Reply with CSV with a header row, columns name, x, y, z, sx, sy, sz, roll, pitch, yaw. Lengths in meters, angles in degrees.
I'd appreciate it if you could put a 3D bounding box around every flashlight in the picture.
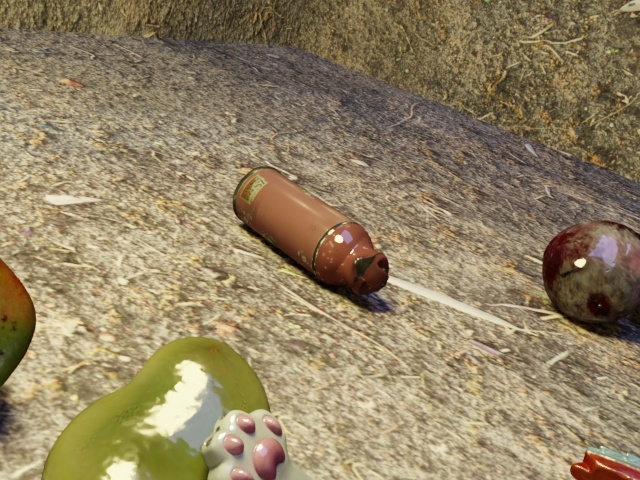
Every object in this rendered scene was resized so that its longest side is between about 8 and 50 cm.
name,x,y,z,sx,sy,sz,roll,pitch,yaw
flashlight,-0.018,0.228,0.798,0.200,0.047,0.093,46,39,-10

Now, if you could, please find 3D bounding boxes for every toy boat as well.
name,x,y,z,sx,sy,sz,roll,pitch,yaw
toy boat,0.373,0.289,1.044,0.173,0.069,0.059,23,28,31

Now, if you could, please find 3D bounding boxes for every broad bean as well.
name,x,y,z,sx,sy,sz,roll,pitch,yaw
broad bean,-0.138,0.203,0.836,0.189,0.121,0.263,27,36,10

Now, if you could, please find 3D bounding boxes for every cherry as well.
name,x,y,z,sx,sy,sz,roll,pitch,yaw
cherry,0.486,0.060,1.610,0.195,0.195,0.195,15,19,-5

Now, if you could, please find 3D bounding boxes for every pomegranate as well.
name,x,y,z,sx,sy,sz,roll,pitch,yaw
pomegranate,-0.380,0.084,0.892,0.180,0.180,0.210,0,-11,-39

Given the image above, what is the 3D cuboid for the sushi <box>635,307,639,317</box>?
name,x,y,z,sx,sy,sz,roll,pitch,yaw
sushi,0.693,0.113,1.677,0.274,0.139,0.184,28,25,33

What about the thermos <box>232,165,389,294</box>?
name,x,y,z,sx,sy,sz,roll,pitch,yaw
thermos,-0.007,0.002,1.496,0.109,0.136,0.330,-29,41,-25
